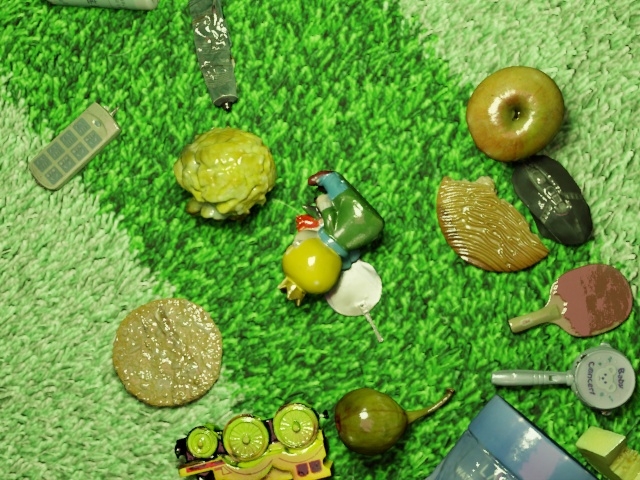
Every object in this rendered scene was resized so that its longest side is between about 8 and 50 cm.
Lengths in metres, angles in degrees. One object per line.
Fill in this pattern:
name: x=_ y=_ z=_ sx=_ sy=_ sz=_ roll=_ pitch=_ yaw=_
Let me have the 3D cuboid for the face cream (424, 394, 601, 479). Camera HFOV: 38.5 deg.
face cream: x=0.328 y=0.426 z=1.570 sx=0.249 sy=0.249 sz=0.225 roll=38 pitch=91 yaw=8

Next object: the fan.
fan: x=0.075 y=0.117 z=1.750 sx=0.113 sy=0.005 sz=0.175 roll=-29 pitch=81 yaw=2

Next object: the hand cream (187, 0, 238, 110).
hand cream: x=-0.209 y=-0.374 z=1.807 sx=0.075 sy=0.052 sz=0.247 roll=-13 pitch=83 yaw=4

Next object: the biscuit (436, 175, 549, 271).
biscuit: x=0.325 y=-0.031 z=1.726 sx=0.229 sy=0.031 sz=0.176 roll=14 pitch=87 yaw=8

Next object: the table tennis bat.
table tennis bat: x=0.464 y=0.125 z=1.703 sx=0.235 sy=0.022 sz=0.131 roll=-20 pitch=83 yaw=2

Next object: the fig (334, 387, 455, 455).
fig: x=0.140 y=0.318 z=1.688 sx=0.236 sy=0.124 sz=0.124 roll=-12 pitch=82 yaw=-19

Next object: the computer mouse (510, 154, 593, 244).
computer mouse: x=0.435 y=-0.075 z=1.704 sx=0.106 sy=0.062 sz=0.192 roll=-34 pitch=83 yaw=1

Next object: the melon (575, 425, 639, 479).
melon: x=0.553 y=0.404 z=1.618 sx=0.209 sy=0.118 sz=0.064 roll=37 pitch=75 yaw=-3

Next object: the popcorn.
popcorn: x=-0.185 y=-0.115 z=1.729 sx=0.198 sy=0.198 sz=0.212 roll=29 pitch=114 yaw=8

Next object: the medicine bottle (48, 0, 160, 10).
medicine bottle: x=-0.498 y=-0.523 z=1.824 sx=0.352 sy=0.110 sz=0.110 roll=5 pitch=85 yaw=6

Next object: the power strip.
power strip: x=-0.485 y=-0.191 z=1.828 sx=0.227 sy=0.029 sz=0.080 roll=-43 pitch=82 yaw=0

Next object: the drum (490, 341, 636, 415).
drum: x=0.449 y=0.233 z=1.677 sx=0.253 sy=0.049 sz=0.130 roll=15 pitch=86 yaw=7

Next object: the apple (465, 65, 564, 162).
apple: x=0.358 y=-0.234 z=1.687 sx=0.183 sy=0.155 sz=0.182 roll=1 pitch=99 yaw=5

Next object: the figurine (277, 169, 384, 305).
figurine: x=-0.009 y=-0.005 z=1.721 sx=0.234 sy=0.127 sz=0.185 roll=-47 pitch=69 yaw=13

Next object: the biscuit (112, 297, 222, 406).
biscuit: x=-0.293 y=0.214 z=1.766 sx=0.220 sy=0.033 sz=0.219 roll=0 pitch=84 yaw=4

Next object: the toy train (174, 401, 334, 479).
toy train: x=-0.120 y=0.394 z=1.694 sx=0.296 sy=0.100 sz=0.160 roll=-14 pitch=85 yaw=5
